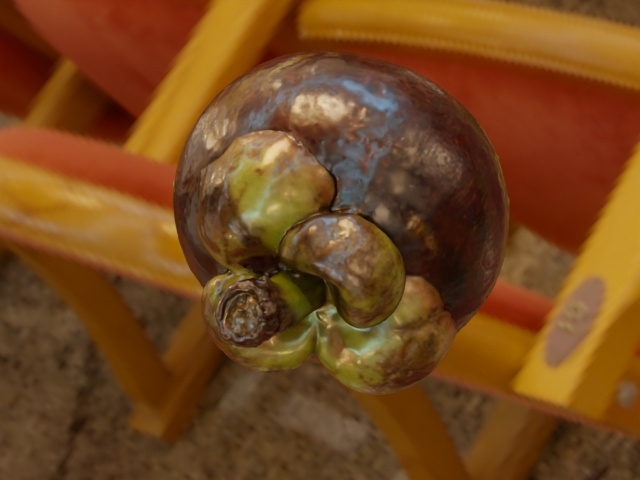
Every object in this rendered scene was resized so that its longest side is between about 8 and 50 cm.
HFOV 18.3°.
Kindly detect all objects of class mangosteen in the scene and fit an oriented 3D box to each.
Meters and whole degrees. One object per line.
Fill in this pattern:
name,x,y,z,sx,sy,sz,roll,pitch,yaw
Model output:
mangosteen,0.000,0.000,1.098,0.192,0.192,0.217,-11,29,35
